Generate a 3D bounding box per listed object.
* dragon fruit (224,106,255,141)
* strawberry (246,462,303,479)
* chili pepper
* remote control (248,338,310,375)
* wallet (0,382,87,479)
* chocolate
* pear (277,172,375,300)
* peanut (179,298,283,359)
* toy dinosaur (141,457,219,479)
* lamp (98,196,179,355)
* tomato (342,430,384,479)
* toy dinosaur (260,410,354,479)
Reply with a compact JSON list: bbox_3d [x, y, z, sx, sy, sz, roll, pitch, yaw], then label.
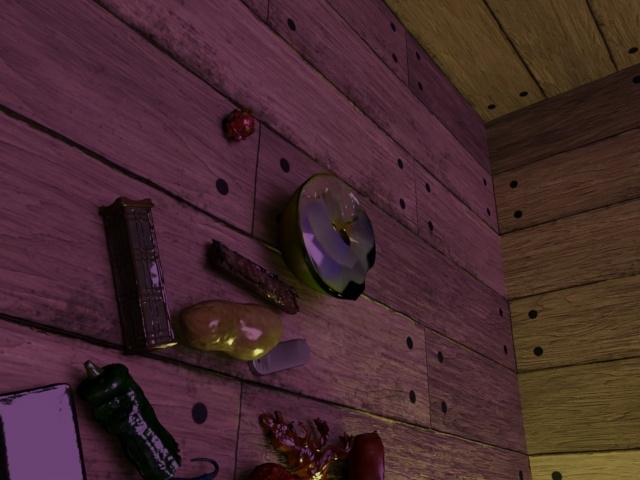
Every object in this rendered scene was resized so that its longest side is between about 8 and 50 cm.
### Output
[{"bbox_3d":[-0.225,-0.334,1.695,0.086,0.081,0.116,47,41,-17],"label":"dragon fruit"},{"bbox_3d":[-0.060,0.676,1.352,0.351,0.267,0.312,54,-3,26],"label":"strawberry"},{"bbox_3d":[-0.372,0.337,1.148,0.270,0.099,0.136,57,12,-17],"label":"chili pepper"},{"bbox_3d":[-0.108,0.315,1.618,0.245,0.022,0.077,0,73,-55],"label":"remote control"},{"bbox_3d":[-0.482,0.377,1.016,0.149,0.044,0.250,-6,78,-42],"label":"wallet"},{"bbox_3d":[-0.174,0.107,1.576,0.329,0.065,0.102,38,15,-40],"label":"chocolate"},{"bbox_3d":[-0.004,-0.003,1.780,0.398,0.165,0.399,29,53,-46],"label":"pear"},{"bbox_3d":[-0.200,0.214,1.422,0.318,0.147,0.148,21,59,-54],"label":"peanut"},{"bbox_3d":[-0.332,0.514,1.155,0.362,0.076,0.147,9,56,-47],"label":"toy dinosaur"},{"bbox_3d":[-0.389,0.075,1.265,0.090,0.089,0.326,1,74,-54],"label":"lamp"},{"bbox_3d":[0.109,0.644,1.660,0.084,0.225,0.225,6,64,-12],"label":"tomato"},{"bbox_3d":[0.000,0.593,1.577,0.208,0.097,0.432,-39,105,-38],"label":"toy dinosaur"}]
